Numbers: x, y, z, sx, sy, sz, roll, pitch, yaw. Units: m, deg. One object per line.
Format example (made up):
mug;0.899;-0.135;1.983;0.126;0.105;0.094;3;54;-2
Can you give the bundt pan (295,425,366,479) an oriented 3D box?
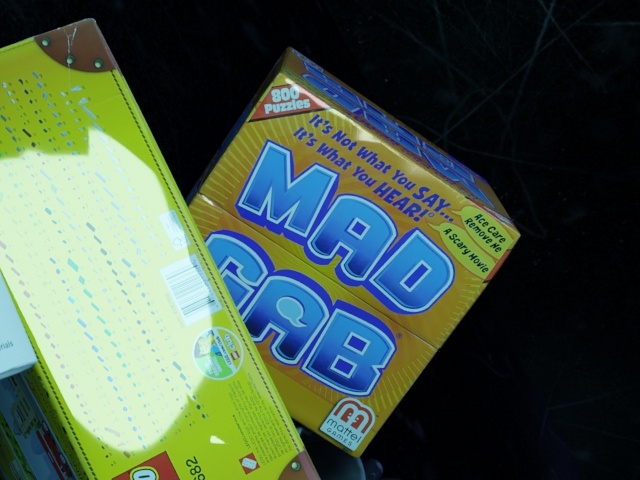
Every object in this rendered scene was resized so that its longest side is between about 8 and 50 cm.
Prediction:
bundt pan;-0.055;0.399;1.775;0.331;0.124;0.330;10;78;-61

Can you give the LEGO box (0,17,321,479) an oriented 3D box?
LEGO box;-0.237;0.093;1.329;0.193;0.372;0.500;-25;87;-26

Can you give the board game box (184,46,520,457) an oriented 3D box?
board game box;0.000;0.000;1.826;0.356;0.356;0.356;34;11;-7

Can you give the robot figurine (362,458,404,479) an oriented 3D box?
robot figurine;0.089;0.465;2.084;0.209;0.173;0.278;44;19;7

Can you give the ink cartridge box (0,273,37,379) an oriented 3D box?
ink cartridge box;-0.452;-0.017;1.103;0.395;0.285;0.166;66;21;2
